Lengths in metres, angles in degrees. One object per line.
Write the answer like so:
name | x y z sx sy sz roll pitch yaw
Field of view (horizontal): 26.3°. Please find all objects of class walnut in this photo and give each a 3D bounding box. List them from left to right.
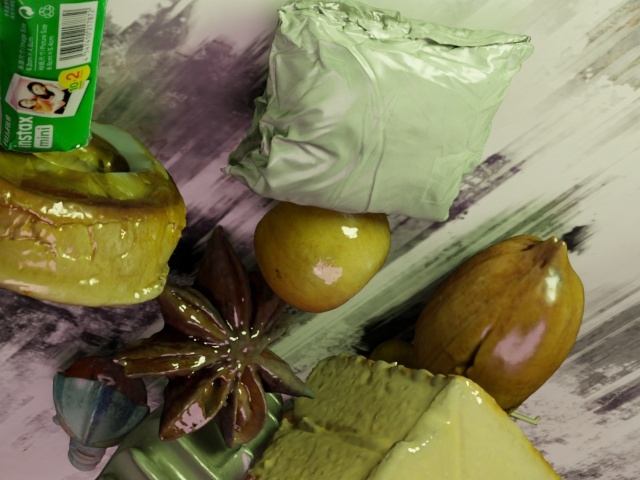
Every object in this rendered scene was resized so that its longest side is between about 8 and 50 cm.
walnut | 0.255 0.110 1.897 0.209 0.209 0.336 9 137 -19

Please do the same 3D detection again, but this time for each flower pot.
flower pot | -0.197 0.318 2.025 0.164 0.367 0.254 45 126 2

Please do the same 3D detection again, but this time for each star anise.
star anise | -0.122 0.137 1.855 0.315 0.315 0.108 23 173 -34

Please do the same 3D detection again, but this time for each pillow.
pillow | 0.060 -0.149 1.560 0.310 0.138 0.283 8 133 -21

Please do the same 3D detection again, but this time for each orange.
orange | 0.114 0.193 2.087 0.085 0.085 0.095 14 150 -25

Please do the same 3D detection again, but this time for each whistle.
whistle | -0.345 0.273 2.109 0.142 0.134 0.346 1 154 -15

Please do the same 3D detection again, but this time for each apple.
apple | 0.000 0.000 1.734 0.155 0.182 0.182 40 130 -9

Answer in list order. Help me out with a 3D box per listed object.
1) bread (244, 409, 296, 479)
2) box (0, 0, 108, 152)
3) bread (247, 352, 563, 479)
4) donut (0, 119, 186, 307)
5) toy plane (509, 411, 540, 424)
bread | -0.012 0.354 2.239 0.344 0.149 0.195 -20 132 21
box | -0.275 -0.222 1.371 0.103 0.180 0.250 0 143 -15
bread | 0.136 0.372 1.919 0.390 0.279 0.371 46 161 -26
donut | -0.300 -0.057 1.520 0.330 0.330 0.160 15 108 -27
toy plane | 0.222 0.257 2.125 0.229 0.092 0.244 11 177 15
